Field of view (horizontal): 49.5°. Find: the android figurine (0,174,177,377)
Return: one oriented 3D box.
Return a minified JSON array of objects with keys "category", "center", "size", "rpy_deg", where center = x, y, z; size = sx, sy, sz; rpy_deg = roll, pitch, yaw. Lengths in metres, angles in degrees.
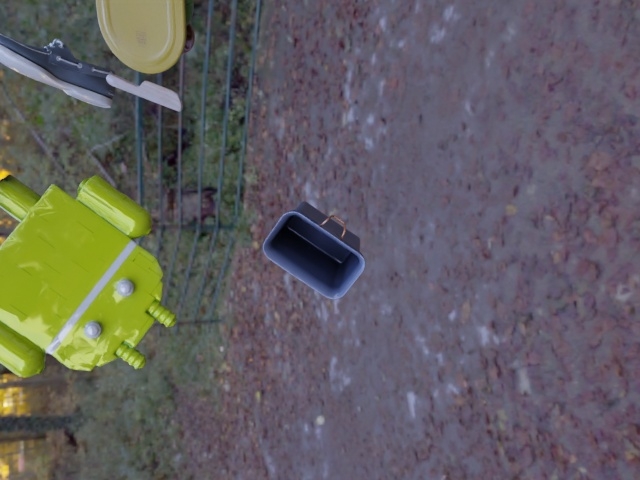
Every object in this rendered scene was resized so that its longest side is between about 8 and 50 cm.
[{"category":"android figurine","center":[-0.306,0.048,0.845],"size":[0.248,0.273,0.056],"rpy_deg":[-53,3,-12]}]

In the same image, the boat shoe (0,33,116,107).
[{"category":"boat shoe","center":[-0.616,-0.412,1.613],"size":[0.116,0.319,0.099],"rpy_deg":[13,83,43]}]

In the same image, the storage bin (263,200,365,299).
[{"category":"storage bin","center":[0.000,0.000,0.992],"size":[0.098,0.135,0.091],"rpy_deg":[-54,7,24]}]

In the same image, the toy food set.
[{"category":"toy food set","center":[-0.211,-0.288,0.876],"size":[0.071,0.128,0.218],"rpy_deg":[-51,-28,-53]}]
